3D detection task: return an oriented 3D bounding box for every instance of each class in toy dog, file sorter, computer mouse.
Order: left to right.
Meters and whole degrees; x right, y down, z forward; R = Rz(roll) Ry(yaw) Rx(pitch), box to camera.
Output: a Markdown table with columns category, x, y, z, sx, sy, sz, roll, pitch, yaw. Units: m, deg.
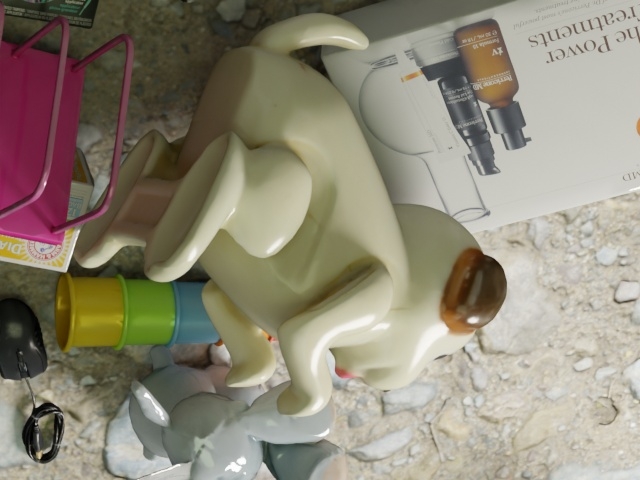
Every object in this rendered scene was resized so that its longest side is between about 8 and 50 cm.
| category | x | y | z | sx | sy | sz | roll | pitch | yaw |
| --- | --- | --- | --- | --- | --- | --- | --- | --- | --- |
| file sorter | -0.349 | -0.134 | 1.509 | 0.290 | 0.182 | 0.202 | 12 | 74 | -28 |
| computer mouse | -0.350 | 0.174 | 1.849 | 0.071 | 0.041 | 0.242 | -16 | 122 | -10 |
| toy dog | 0.000 | 0.000 | 1.680 | 0.408 | 0.284 | 0.395 | 37 | 67 | -26 |

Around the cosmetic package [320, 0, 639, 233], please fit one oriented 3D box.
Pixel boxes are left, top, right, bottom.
| category | x | y | z | sx | sy | sz | roll | pitch | yaw |
| --- | --- | --- | --- | --- | --- | --- | --- | --- | --- |
| cosmetic package | 0.225 | -0.164 | 1.748 | 0.377 | 0.097 | 0.284 | -15 | 126 | 15 |

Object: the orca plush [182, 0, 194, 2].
| category | x | y | z | sx | sy | sz | roll | pitch | yaw |
| --- | --- | --- | --- | --- | --- | --- | --- | --- | --- |
| orca plush | -0.055 | -0.371 | 1.614 | 0.287 | 0.151 | 0.102 | -37 | 91 | 7 |

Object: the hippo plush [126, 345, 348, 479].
| category | x | y | z | sx | sy | sz | roll | pitch | yaw |
| --- | --- | --- | --- | --- | --- | --- | --- | --- | --- |
| hippo plush | -0.138 | 0.254 | 1.837 | 0.294 | 0.236 | 0.234 | 2 | 97 | -29 |

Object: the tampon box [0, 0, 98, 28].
| category | x | y | z | sx | sy | sz | roll | pitch | yaw |
| --- | --- | --- | --- | --- | --- | --- | --- | --- | --- |
| tampon box | -0.279 | -0.314 | 1.568 | 0.120 | 0.101 | 0.161 | 6 | 116 | -21 |

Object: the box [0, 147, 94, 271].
| category | x | y | z | sx | sy | sz | roll | pitch | yaw |
| --- | --- | --- | --- | --- | --- | --- | --- | --- | --- |
| box | -0.362 | -0.052 | 1.683 | 0.203 | 0.103 | 0.114 | 11 | 113 | -23 |

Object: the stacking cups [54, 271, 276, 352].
| category | x | y | z | sx | sy | sz | roll | pitch | yaw |
| --- | --- | --- | --- | --- | --- | --- | --- | --- | --- |
| stacking cups | -0.150 | 0.081 | 1.835 | 0.316 | 0.096 | 0.096 | 0 | 118 | -20 |
